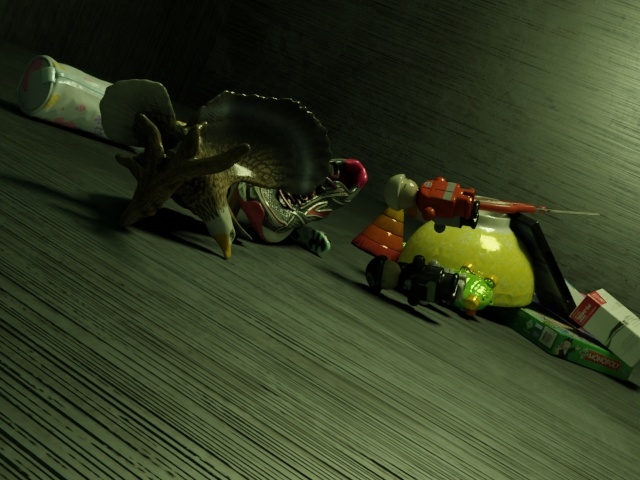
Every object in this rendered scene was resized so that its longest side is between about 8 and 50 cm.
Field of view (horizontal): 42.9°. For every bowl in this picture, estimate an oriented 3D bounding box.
[{"bbox_3d":[0.312,0.013,1.661,0.289,0.156,0.289,12,14,-3],"label":"bowl"}]

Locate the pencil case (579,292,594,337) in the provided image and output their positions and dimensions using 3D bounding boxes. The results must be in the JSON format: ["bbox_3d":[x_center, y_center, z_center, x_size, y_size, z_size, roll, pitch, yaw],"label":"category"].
[{"bbox_3d":[0.615,0.192,1.850,0.104,0.104,0.236,24,8,-10],"label":"pencil case"}]

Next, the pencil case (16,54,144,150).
[{"bbox_3d":[-0.424,-0.252,1.524,0.124,0.114,0.273,2,-8,40],"label":"pencil case"}]

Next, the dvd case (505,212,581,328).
[{"bbox_3d":[0.456,0.052,1.699,0.253,0.022,0.180,61,-3,-17],"label":"dvd case"}]

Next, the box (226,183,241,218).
[{"bbox_3d":[-0.186,-0.101,1.371,0.136,0.081,0.028,27,8,19],"label":"box"}]

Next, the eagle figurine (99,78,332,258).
[{"bbox_3d":[-0.141,-0.085,1.059,0.226,0.225,0.298,16,16,17],"label":"eagle figurine"}]

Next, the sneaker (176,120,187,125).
[{"bbox_3d":[-0.329,-0.252,1.959,0.208,0.081,0.094,18,8,-41],"label":"sneaker"}]

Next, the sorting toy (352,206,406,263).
[{"bbox_3d":[0.200,-0.018,1.866,0.127,0.126,0.365,28,9,25],"label":"sorting toy"}]

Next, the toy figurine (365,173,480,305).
[{"bbox_3d":[0.172,0.001,1.349,0.148,0.213,0.209,10,0,15],"label":"toy figurine"}]

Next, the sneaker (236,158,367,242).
[{"bbox_3d":[-0.031,-0.085,1.346,0.299,0.112,0.121,-29,92,-58],"label":"sneaker"}]

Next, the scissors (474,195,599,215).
[{"bbox_3d":[0.437,-0.060,1.657,0.297,0.021,0.109,8,10,-2],"label":"scissors"}]

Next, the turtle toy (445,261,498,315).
[{"bbox_3d":[0.259,0.090,1.499,0.130,0.066,0.095,29,47,25],"label":"turtle toy"}]

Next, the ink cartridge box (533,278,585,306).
[{"bbox_3d":[0.527,0.135,1.866,0.088,0.052,0.122,42,-28,-13],"label":"ink cartridge box"}]

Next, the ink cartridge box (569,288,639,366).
[{"bbox_3d":[0.574,0.168,1.578,0.150,0.063,0.109,43,24,24],"label":"ink cartridge box"}]

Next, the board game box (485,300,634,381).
[{"bbox_3d":[0.456,0.174,1.664,0.213,0.046,0.317,20,9,-27],"label":"board game box"}]

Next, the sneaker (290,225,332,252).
[{"bbox_3d":[0.000,0.000,1.431,0.069,0.038,0.098,16,12,-44],"label":"sneaker"}]
